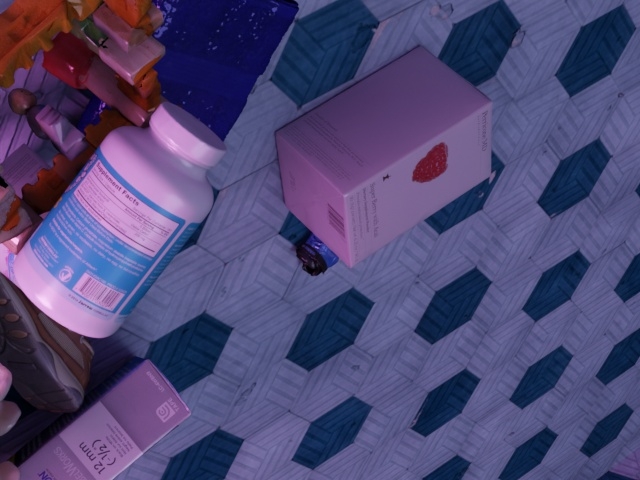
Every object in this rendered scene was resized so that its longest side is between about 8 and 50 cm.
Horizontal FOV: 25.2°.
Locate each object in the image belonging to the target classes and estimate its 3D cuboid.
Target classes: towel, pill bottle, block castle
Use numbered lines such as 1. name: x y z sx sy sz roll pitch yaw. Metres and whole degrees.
1. towel: -0.187 -0.222 1.895 0.227 0.076 0.308 12 118 -45
2. pill bottle: -0.221 -0.028 1.636 0.264 0.146 0.146 -51 147 11
3. block castle: -0.338 -0.197 1.543 0.303 0.213 0.453 -47 170 -16

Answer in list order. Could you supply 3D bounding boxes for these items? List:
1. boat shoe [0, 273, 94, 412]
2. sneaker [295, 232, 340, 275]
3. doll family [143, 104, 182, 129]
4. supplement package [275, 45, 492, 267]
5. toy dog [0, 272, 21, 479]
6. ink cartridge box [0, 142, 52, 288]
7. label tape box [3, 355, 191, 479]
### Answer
1. boat shoe: -0.406 0.106 1.980 0.324 0.123 0.116 71 34 -46
2. sneaker: 0.001 0.001 2.356 0.084 0.058 0.152 -39 154 -27
3. doll family: -0.208 -0.075 1.767 0.193 0.076 0.111 -52 170 20
4. supplement package: 0.103 -0.132 2.217 0.293 0.175 0.177 -33 145 -20
5. toy dog: -0.561 0.250 1.793 0.395 0.285 0.408 -6 133 -23
6. ink cartridge box: -0.353 -0.013 1.789 0.072 0.175 0.127 -42 -173 49
7. label tape box: -0.366 0.321 2.127 0.347 0.115 0.249 -41 -175 -11
